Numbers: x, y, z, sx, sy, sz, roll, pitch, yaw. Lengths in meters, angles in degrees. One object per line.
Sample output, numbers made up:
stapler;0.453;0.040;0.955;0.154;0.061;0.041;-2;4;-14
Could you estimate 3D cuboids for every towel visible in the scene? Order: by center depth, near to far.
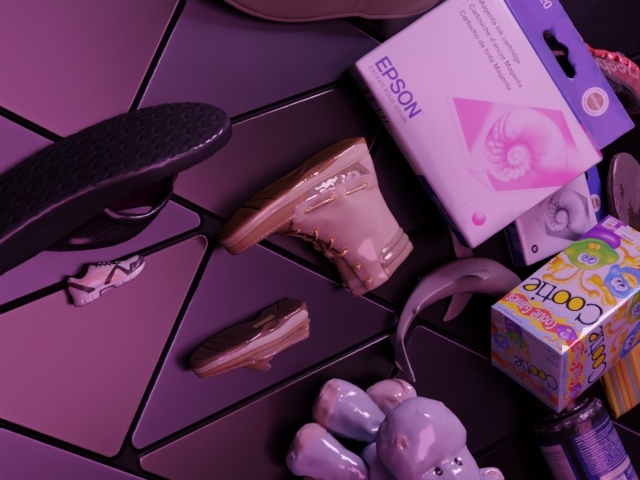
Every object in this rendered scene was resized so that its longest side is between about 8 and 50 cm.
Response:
towel;0.578;0.212;1.846;0.237;0.021;0.102;-27;107;-26

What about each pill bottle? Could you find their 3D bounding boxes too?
pill bottle;0.415;0.326;1.691;0.122;0.123;0.219;-25;91;-26

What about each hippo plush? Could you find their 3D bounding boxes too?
hippo plush;0.098;0.328;1.444;0.234;0.236;0.294;-20;92;-22

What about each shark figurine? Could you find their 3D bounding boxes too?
shark figurine;0.199;0.080;1.584;0.278;0.116;0.166;-31;104;-26

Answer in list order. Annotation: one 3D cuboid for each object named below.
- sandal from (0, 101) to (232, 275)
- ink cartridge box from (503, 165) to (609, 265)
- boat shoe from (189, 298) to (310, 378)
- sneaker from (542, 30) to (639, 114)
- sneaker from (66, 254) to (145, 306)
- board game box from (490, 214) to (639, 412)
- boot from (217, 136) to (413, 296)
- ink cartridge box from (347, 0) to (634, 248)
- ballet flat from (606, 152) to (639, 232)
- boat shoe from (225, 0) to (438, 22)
sandal;-0.307;-0.041;1.301;0.445;0.167;0.107;-30;130;-17
ink cartridge box;0.378;-0.097;1.712;0.224;0.045;0.223;-23;102;-26
boat shoe;-0.089;0.152;1.457;0.190;0.068;0.072;-25;115;-26
sneaker;0.419;-0.253;1.681;0.276;0.097;0.135;24;49;-25
sneaker;-0.276;0.043;1.364;0.109;0.040;0.044;-31;103;-25
board game box;0.411;0.110;1.652;0.275;0.144;0.142;-35;139;-24
boot;0.000;0.000;1.485;0.262;0.095;0.203;-36;109;-27
ink cartridge box;0.263;-0.211;1.556;0.330;0.071;0.324;-35;98;-3
ballet flat;0.516;-0.023;1.790;0.084;0.058;0.250;-11;92;-26
boat shoe;0.007;-0.384;1.469;0.340;0.127;0.113;-5;65;-21
